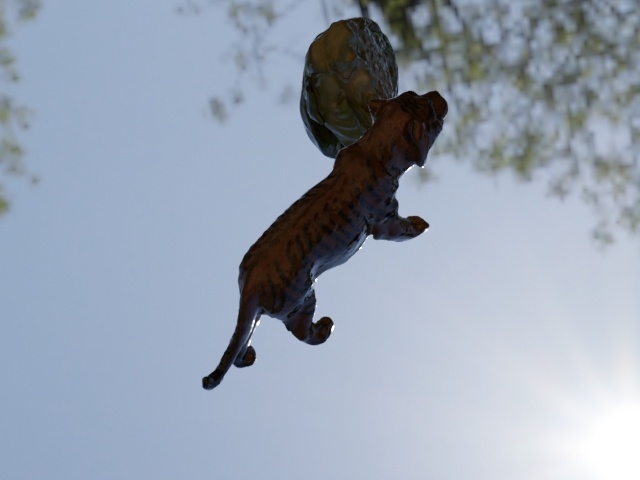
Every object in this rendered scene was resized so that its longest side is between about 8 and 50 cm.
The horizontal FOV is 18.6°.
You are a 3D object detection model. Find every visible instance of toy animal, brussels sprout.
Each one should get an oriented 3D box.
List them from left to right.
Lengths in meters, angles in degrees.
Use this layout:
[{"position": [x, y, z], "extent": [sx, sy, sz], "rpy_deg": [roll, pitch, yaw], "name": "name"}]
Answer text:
[{"position": [0.000, 0.000, 1.264], "extent": [0.057, 0.099, 0.241], "rpy_deg": [35, -107, 31], "name": "toy animal"}, {"position": [0.030, -0.153, 1.938], "extent": [0.101, 0.181, 0.139], "rpy_deg": [0, -118, 32], "name": "brussels sprout"}]
